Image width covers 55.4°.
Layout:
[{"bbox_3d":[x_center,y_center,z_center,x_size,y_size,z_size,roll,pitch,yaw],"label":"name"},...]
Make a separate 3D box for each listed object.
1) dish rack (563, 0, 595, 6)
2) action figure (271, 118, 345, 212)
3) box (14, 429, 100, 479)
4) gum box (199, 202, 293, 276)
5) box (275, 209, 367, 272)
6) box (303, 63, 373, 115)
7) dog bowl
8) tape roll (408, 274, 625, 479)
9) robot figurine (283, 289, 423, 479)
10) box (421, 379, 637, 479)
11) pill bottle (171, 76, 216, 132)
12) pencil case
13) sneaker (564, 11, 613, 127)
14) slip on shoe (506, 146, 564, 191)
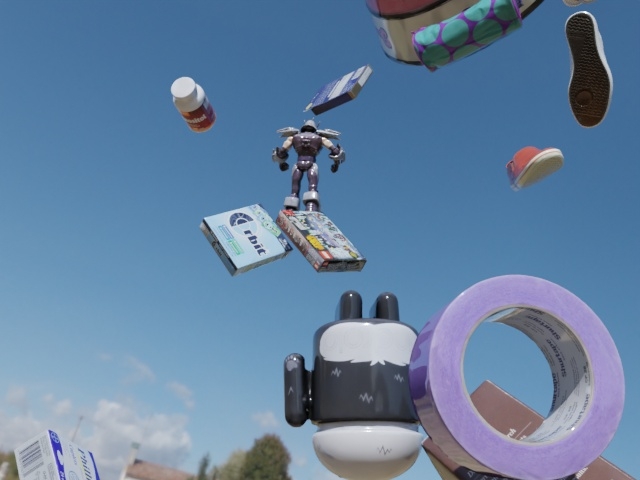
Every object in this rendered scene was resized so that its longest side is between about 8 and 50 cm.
[{"bbox_3d":[0.655,-0.661,1.265,0.333,0.072,0.285,-27,-46,-10],"label":"dish rack"},{"bbox_3d":[-0.038,-0.177,1.520,0.185,0.284,0.099,0,-17,19],"label":"action figure"},{"bbox_3d":[-0.450,0.417,1.060,0.072,0.126,0.137,-33,-39,-6],"label":"box"},{"bbox_3d":[-0.182,-0.005,1.513,0.157,0.184,0.041,53,-46,16],"label":"gum box"},{"bbox_3d":[0.000,0.000,0.985,0.094,0.137,0.027,0,-54,-41],"label":"box"},{"bbox_3d":[0.054,-0.468,1.924,0.225,0.136,0.036,-10,-49,48],"label":"box"},{"bbox_3d":[0.256,-0.535,1.168,0.408,0.407,0.150,-11,-41,38],"label":"dog bowl"},{"bbox_3d":[0.187,0.134,0.597,0.189,0.188,0.080,15,-21,-2],"label":"tape roll"},{"bbox_3d":[0.070,0.221,0.932,0.209,0.278,0.174,-13,-26,31],"label":"robot figurine"},{"bbox_3d":[0.307,0.346,0.702,0.381,0.143,0.191,34,-22,56],"label":"box"},{"bbox_3d":[-0.340,-0.362,1.623,0.086,0.086,0.152,7,-22,13],"label":"pill bottle"},{"bbox_3d":[0.205,-0.297,0.855,0.152,0.070,0.064,-21,-2,32],"label":"pencil case"},{"bbox_3d":[0.701,-0.437,1.579,0.106,0.290,0.123,-3,5,32],"label":"sneaker"},{"bbox_3d":[0.570,-0.206,1.662,0.123,0.101,0.331,-23,-5,6],"label":"slip on shoe"}]
